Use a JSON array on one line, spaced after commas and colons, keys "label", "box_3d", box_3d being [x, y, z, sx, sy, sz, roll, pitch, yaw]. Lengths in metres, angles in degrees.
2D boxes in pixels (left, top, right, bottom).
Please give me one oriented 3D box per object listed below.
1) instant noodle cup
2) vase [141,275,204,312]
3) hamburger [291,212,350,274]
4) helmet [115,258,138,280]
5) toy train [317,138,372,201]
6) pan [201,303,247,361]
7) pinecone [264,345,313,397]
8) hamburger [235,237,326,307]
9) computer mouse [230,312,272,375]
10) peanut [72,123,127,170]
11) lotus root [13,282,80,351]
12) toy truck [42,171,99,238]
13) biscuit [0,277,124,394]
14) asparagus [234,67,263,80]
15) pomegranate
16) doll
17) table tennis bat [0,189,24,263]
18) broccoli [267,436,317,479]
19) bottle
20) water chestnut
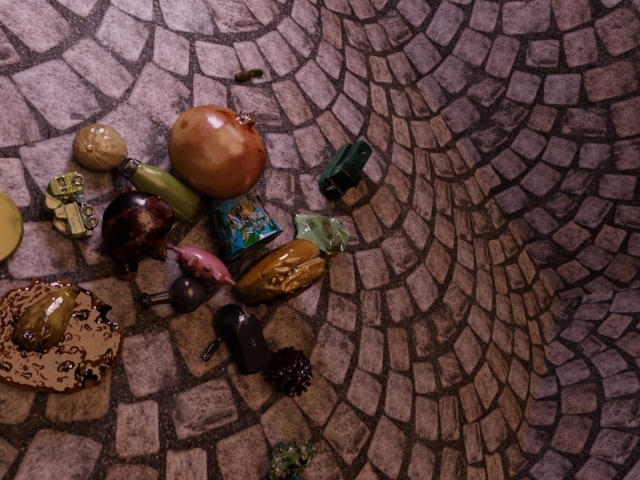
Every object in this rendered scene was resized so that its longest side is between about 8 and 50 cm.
[{"label": "instant noodle cup", "box_3d": [-0.270, -0.049, 1.666, 0.240, 0.240, 0.178, -28, 86, -44]}, {"label": "vase", "box_3d": [-0.461, 0.174, 1.485, 0.182, 0.120, 0.120, -6, 78, -28]}, {"label": "hamburger", "box_3d": [0.006, 0.005, 1.933, 0.260, 0.150, 0.276, 22, 61, -33]}, {"label": "helmet", "box_3d": [-0.583, 0.091, 1.442, 0.065, 0.049, 0.084, 4, 39, -8]}, {"label": "toy train", "box_3d": [0.125, -0.326, 2.143, 0.138, 0.178, 0.330, 45, 51, -19]}, {"label": "pan", "box_3d": [-0.328, 0.314, 1.601, 0.136, 0.028, 0.235, 51, 45, -15]}, {"label": "pinecone", "box_3d": [-0.100, 0.469, 1.667, 0.163, 0.162, 0.165, -54, 127, -40]}, {"label": "hamburger", "box_3d": [-0.140, 0.119, 1.650, 0.284, 0.304, 0.174, -36, 97, -43]}, {"label": "computer mouse", "box_3d": [-0.241, 0.347, 1.604, 0.122, 0.073, 0.217, -24, 104, -36]}, {"label": "peanut", "box_3d": [-0.674, -0.283, 1.456, 0.159, 0.109, 0.141, -38, 101, -45]}, {"label": "lotus root", "box_3d": [-0.675, 0.189, 1.195, 0.108, 0.094, 0.191, 42, 44, -19]}, {"label": "toy truck", "box_3d": [-0.721, -0.093, 1.363, 0.116, 0.085, 0.191, -19, 90, -39]}, {"label": "biscuit", "box_3d": [-0.698, 0.255, 1.258, 0.334, 0.081, 0.290, 29, 57, -26]}, {"label": "asparagus", "box_3d": [-0.304, -0.696, 1.997, 0.165, 0.030, 0.036, -36, 126, -44]}, {"label": "pomegranate", "box_3d": [-0.335, -0.313, 1.617, 0.338, 0.338, 0.339, 16, 64, -37]}, {"label": "doll", "box_3d": [-0.385, 0.076, 1.523, 0.261, 0.211, 0.093, 32, 79, -14]}, {"label": "table tennis bat", "box_3d": [-0.909, -0.103, 1.225, 0.224, 0.054, 0.369, -11, 86, -43]}, {"label": "broccoli", "box_3d": [-0.089, 0.732, 1.571, 0.167, 0.160, 0.155, 13, 65, -18]}, {"label": "bottle", "box_3d": [-0.519, -0.169, 1.532, 0.260, 0.112, 0.112, 38, 52, -35]}, {"label": "water chestnut", "box_3d": [-0.535, -0.035, 1.418, 0.238, 0.223, 0.224, 51, 48, -14]}]
